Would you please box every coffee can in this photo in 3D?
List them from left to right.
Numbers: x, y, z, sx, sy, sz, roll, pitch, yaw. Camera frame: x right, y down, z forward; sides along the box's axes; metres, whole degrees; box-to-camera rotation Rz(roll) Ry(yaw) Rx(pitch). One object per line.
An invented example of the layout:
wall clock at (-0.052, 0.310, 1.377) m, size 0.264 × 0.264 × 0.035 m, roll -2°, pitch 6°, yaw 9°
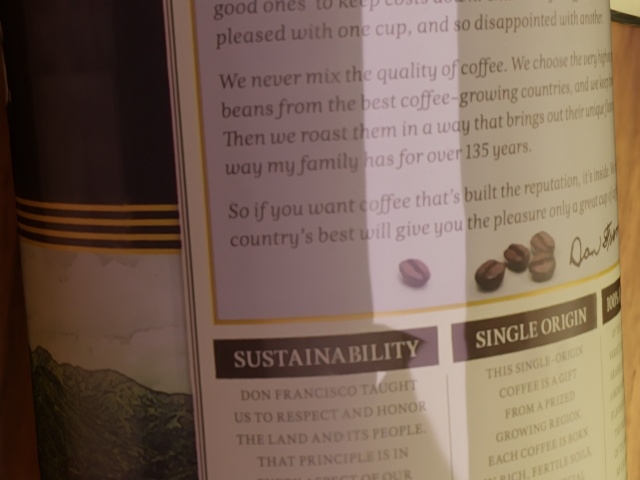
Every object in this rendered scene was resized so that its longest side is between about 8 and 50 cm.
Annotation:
coffee can at (0.000, 0.000, 0.498) m, size 0.201 × 0.201 × 0.275 m, roll -9°, pitch 98°, yaw -35°

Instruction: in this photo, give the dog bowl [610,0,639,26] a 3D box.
dog bowl at (0.203, -0.302, 0.657) m, size 0.408 × 0.150 × 0.408 m, roll -3°, pitch 95°, yaw -36°
